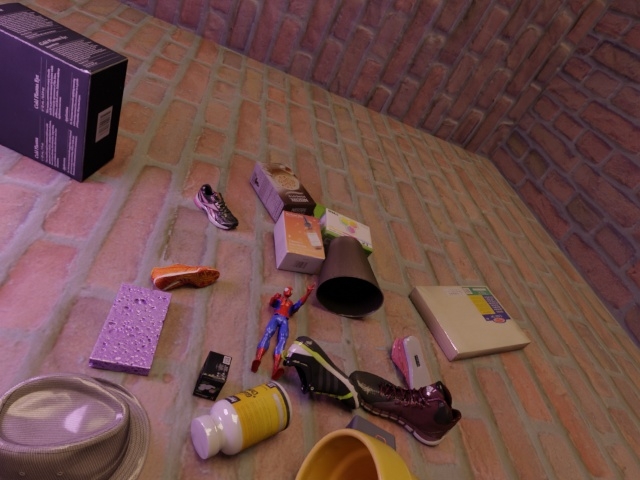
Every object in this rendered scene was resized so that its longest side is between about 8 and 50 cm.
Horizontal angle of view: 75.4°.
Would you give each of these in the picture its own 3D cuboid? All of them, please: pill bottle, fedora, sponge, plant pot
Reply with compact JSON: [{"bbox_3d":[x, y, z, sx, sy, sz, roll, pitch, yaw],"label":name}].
[{"bbox_3d":[-0.154,0.356,0.822,0.184,0.103,0.103,-7,48,-42],"label":"pill bottle"},{"bbox_3d":[-0.414,0.306,0.678,0.275,0.124,0.244,17,37,-18],"label":"fedora"},{"bbox_3d":[-0.410,0.190,0.910,0.117,0.031,0.210,17,36,-18],"label":"sponge"},{"bbox_3d":[0.103,0.500,0.730,0.239,0.254,0.254,34,31,-24],"label":"plant pot"}]

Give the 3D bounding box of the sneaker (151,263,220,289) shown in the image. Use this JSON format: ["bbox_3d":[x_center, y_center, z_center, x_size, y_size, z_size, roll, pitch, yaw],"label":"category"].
[{"bbox_3d":[-0.345,0.083,1.069,0.175,0.064,0.067,3,33,-38],"label":"sneaker"}]

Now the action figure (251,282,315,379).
[{"bbox_3d":[-0.091,0.193,1.054,0.091,0.139,0.280,25,32,-10],"label":"action figure"}]

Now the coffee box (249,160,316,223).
[{"bbox_3d":[-0.139,-0.174,1.510,0.141,0.098,0.247,-4,47,-39],"label":"coffee box"}]

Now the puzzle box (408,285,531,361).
[{"bbox_3d":[0.533,0.280,1.470,0.408,0.052,0.272,4,42,-33],"label":"puzzle box"}]

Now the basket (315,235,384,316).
[{"bbox_3d":[0.084,0.100,1.287,0.204,0.154,0.227,16,33,-11],"label":"basket"}]

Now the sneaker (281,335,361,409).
[{"bbox_3d":[-0.005,0.330,0.977,0.235,0.084,0.097,48,63,-8],"label":"sneaker"}]

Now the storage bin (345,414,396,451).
[{"bbox_3d":[0.109,0.452,0.913,0.135,0.098,0.091,29,24,-1],"label":"storage bin"}]

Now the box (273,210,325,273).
[{"bbox_3d":[-0.070,0.006,1.317,0.130,0.091,0.171,10,48,-24],"label":"box"}]

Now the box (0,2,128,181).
[{"bbox_3d":[-0.739,-0.397,1.136,0.312,0.343,0.179,26,36,-8],"label":"box"}]

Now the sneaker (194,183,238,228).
[{"bbox_3d":[-0.328,-0.110,1.309,0.178,0.077,0.072,39,36,11],"label":"sneaker"}]

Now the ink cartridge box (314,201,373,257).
[{"bbox_3d":[0.075,-0.052,1.485,0.188,0.097,0.255,22,40,-21],"label":"ink cartridge box"}]

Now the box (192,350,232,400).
[{"bbox_3d":[-0.228,0.286,0.874,0.052,0.083,0.062,22,35,-13],"label":"box"}]

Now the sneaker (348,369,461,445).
[{"bbox_3d":[0.218,0.374,1.020,0.281,0.163,0.106,30,34,0],"label":"sneaker"}]

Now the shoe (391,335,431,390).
[{"bbox_3d":[0.252,0.358,1.158,0.063,0.081,0.178,-5,76,-24],"label":"shoe"}]
